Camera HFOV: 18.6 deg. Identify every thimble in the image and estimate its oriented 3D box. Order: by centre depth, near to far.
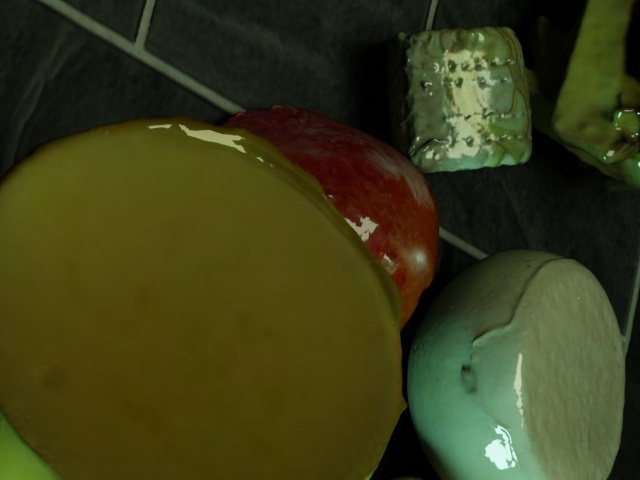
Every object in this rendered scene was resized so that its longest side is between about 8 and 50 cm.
[{"bbox_3d":[0.133,-0.141,1.985,0.190,0.137,0.144,-8,94,-54],"label":"thimble"}]

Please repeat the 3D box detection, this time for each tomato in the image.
[{"bbox_3d":[0.006,0.001,1.818,0.309,0.170,0.309,3,86,-49],"label":"tomato"}]

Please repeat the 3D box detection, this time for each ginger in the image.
[{"bbox_3d":[0.347,-0.199,2.218,0.413,0.211,0.359,3,73,-57],"label":"ginger"}]

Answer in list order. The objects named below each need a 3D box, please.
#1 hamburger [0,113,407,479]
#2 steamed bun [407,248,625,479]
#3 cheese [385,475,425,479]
[{"bbox_3d":[-0.143,0.132,1.510,0.395,0.277,0.396,12,54,-17],"label":"hamburger"},{"bbox_3d":[0.190,0.151,2.011,0.283,0.177,0.283,5,84,-55],"label":"steamed bun"},{"bbox_3d":[0.113,0.347,1.929,0.214,0.117,0.226,43,34,-29],"label":"cheese"}]
